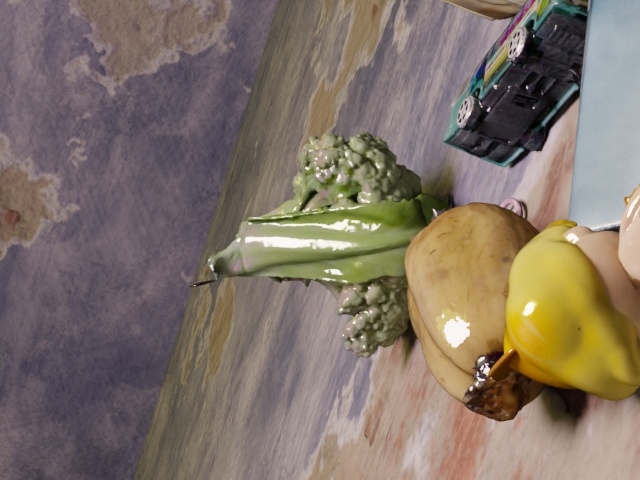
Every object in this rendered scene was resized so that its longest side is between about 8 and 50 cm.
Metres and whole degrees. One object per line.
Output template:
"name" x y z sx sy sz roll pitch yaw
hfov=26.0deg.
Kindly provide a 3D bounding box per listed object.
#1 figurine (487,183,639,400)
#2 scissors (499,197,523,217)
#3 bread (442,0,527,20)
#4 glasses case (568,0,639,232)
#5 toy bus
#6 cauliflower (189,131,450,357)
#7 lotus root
"figurine" 0.218 0.034 1.024 0.156 0.131 0.246 58 134 23
"scissors" 0.171 -0.014 1.458 0.176 0.022 0.085 -139 62 -72
"bread" 0.205 -0.339 1.493 0.210 0.110 0.192 176 115 -76
"glasses case" 0.269 -0.121 1.139 0.105 0.056 0.266 -16 57 47
"toy bus" 0.205 -0.167 1.353 0.261 0.091 0.109 128 160 -56
"cauliflower" 0.000 0.000 1.605 0.239 0.315 0.256 -105 10 -45
"lotus root" 0.147 0.058 1.223 0.257 0.140 0.154 -96 -8 -55
